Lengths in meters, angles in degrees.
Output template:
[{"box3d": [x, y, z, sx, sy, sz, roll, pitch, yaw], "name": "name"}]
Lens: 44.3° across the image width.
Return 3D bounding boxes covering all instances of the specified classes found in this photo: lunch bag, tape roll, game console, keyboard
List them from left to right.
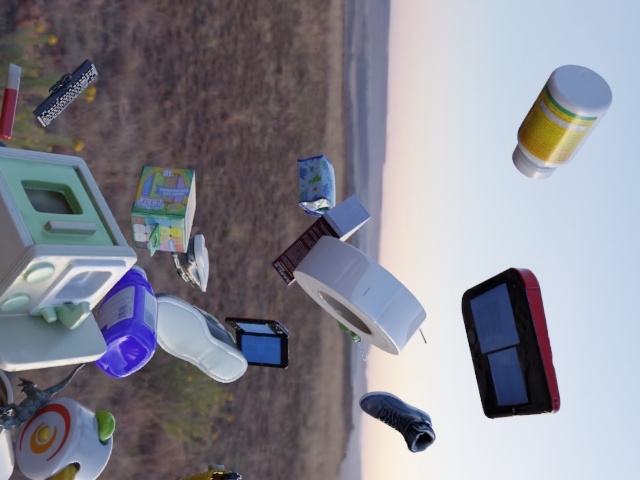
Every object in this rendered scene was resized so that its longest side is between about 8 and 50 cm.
[{"box3d": [-0.593, -0.346, 1.832, 0.180, 0.023, 0.108, -50, 172, -12], "name": "keyboard"}, {"box3d": [-0.155, 0.247, 1.904, 0.124, 0.143, 0.085, 54, 42, -58], "name": "game console"}, {"box3d": [-0.003, -0.137, 2.062, 0.151, 0.096, 0.129, 33, 52, -64], "name": "lunch bag"}, {"box3d": [0.081, 0.116, 1.648, 0.100, 0.286, 0.286, -50, 166, -12], "name": "tape roll"}, {"box3d": [0.452, 0.260, 1.927, 0.386, 0.060, 0.342, 127, -41, -72], "name": "game console"}]

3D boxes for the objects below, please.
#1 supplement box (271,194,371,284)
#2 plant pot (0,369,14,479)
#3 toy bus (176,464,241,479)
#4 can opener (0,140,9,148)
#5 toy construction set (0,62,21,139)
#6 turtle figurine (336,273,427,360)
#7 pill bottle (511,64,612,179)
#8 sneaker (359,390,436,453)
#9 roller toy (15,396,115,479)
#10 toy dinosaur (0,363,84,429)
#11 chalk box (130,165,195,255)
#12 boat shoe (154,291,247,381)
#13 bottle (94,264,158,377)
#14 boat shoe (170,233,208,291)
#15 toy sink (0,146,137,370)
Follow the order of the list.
[{"box3d": [0.000, 0.000, 1.882, 0.239, 0.073, 0.130, -43, 174, 40], "name": "supplement box"}, {"box3d": [-0.932, 0.520, 2.024, 0.306, 0.333, 0.334, 94, 0, -46], "name": "plant pot"}, {"box3d": [-0.226, 0.541, 1.702, 0.191, 0.202, 0.105, 107, -22, -62], "name": "toy bus"}, {"box3d": [-0.736, -0.180, 1.735, 0.283, 0.095, 0.076, 49, 31, -35], "name": "can opener"}, {"box3d": [-0.682, -0.319, 1.364, 0.257, 0.308, 0.238, -11, -110, 57], "name": "toy construction set"}, {"box3d": [0.169, 0.226, 2.172, 0.266, 0.197, 0.275, 2, 95, -63], "name": "turtle figurine"}, {"box3d": [0.432, -0.209, 1.438, 0.208, 0.117, 0.118, 109, -13, -54], "name": "pill bottle"}, {"box3d": [0.219, 0.508, 2.202, 0.163, 0.226, 0.086, -89, -159, -75], "name": "sneaker"}, {"box3d": [-0.592, 0.467, 1.800, 0.146, 0.191, 0.209, 50, 54, -47], "name": "roller toy"}, {"box3d": [-0.666, 0.362, 1.801, 0.268, 0.118, 0.064, -45, 126, -56], "name": "toy dinosaur"}, {"box3d": [-0.380, -0.059, 1.904, 0.132, 0.131, 0.213, 100, -6, -48], "name": "chalk box"}, {"box3d": [-0.277, 0.201, 1.714, 0.305, 0.109, 0.091, 48, 5, -39], "name": "boat shoe"}, {"box3d": [-0.368, 0.140, 1.502, 0.092, 0.118, 0.283, 48, 9, -26], "name": "bottle"}, {"box3d": [-0.367, 0.061, 2.223, 0.303, 0.091, 0.114, 97, -8, -61], "name": "boat shoe"}, {"box3d": [-0.326, 0.016, 0.933, 0.152, 0.131, 0.234, 3, 50, -55], "name": "toy sink"}]
